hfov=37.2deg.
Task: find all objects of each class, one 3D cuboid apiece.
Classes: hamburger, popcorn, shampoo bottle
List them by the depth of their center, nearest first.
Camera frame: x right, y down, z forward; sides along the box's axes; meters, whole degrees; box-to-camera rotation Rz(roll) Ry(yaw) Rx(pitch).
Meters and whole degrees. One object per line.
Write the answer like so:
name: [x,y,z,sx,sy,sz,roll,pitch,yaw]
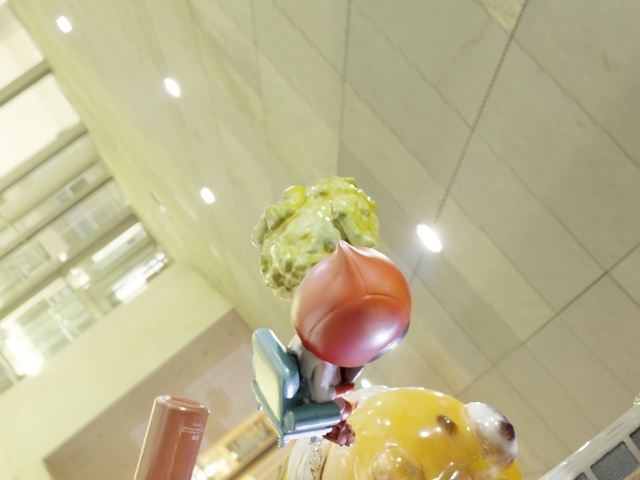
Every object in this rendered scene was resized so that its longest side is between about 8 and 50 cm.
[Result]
hamburger: [0.101,0.284,1.041,0.276,0.276,0.237,52,150,-1]
shampoo bottle: [-0.228,0.346,1.356,0.086,0.244,0.085,17,177,1]
popcorn: [0.000,0.000,1.722,0.255,0.256,0.195,25,171,41]

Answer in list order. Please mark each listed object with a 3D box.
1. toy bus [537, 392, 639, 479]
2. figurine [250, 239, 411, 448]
toy bus: [0.406,0.263,1.149,0.138,0.343,0.097,55,164,5]
figurine: [0.005,0.059,0.564,0.068,0.075,0.140,58,136,47]
